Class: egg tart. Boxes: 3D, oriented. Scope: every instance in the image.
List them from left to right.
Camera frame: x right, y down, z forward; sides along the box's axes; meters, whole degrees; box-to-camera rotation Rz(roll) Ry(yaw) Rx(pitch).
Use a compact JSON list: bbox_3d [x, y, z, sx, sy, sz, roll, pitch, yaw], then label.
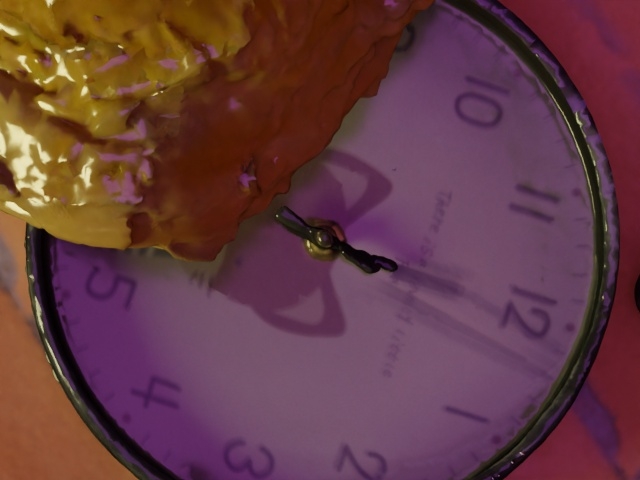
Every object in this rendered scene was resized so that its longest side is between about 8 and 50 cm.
[{"bbox_3d":[-0.094,-0.187,0.899,0.351,0.153,0.339,-43,66,-13],"label":"egg tart"}]

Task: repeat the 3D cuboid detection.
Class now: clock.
[{"bbox_3d":[0.000,0.000,0.980,0.325,0.067,0.325,0,86,-2],"label":"clock"}]

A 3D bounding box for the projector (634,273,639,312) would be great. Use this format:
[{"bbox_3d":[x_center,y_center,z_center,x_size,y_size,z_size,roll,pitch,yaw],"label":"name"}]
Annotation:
[{"bbox_3d":[0.340,0.002,0.984,0.257,0.079,0.259,35,87,0],"label":"projector"}]
